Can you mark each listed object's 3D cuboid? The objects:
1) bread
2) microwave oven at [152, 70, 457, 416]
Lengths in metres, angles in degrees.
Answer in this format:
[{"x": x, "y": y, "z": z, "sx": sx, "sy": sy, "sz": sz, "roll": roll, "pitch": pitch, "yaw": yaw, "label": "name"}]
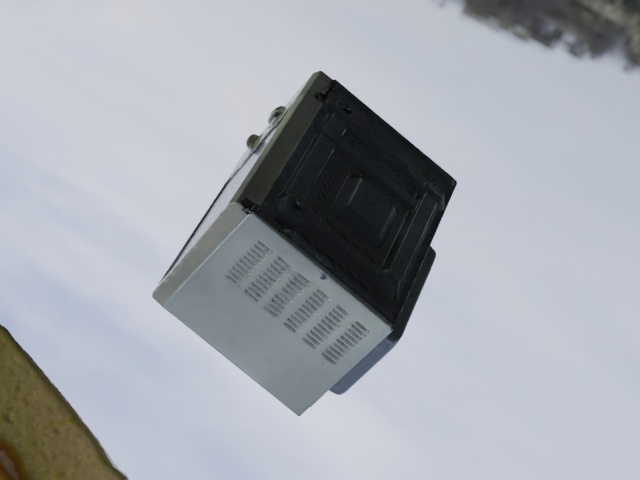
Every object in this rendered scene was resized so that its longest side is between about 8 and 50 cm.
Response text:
[{"x": -0.273, "y": 0.197, "z": 1.555, "sx": 0.264, "sy": 0.168, "sz": 0.163, "roll": 54, "pitch": 164, "yaw": 2, "label": "bread"}, {"x": 0.000, "y": 0.000, "z": 1.511, "sx": 0.194, "sy": 0.145, "sz": 0.240, "roll": 37, "pitch": -146, "yaw": -6, "label": "microwave oven"}]
